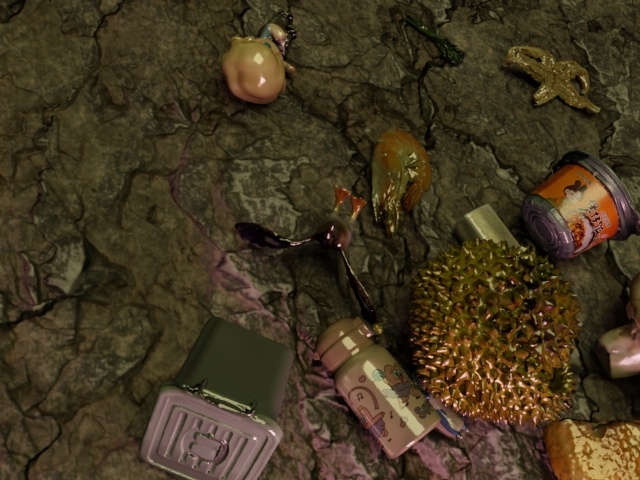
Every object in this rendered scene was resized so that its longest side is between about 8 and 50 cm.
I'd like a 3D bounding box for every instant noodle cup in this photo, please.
[{"bbox_3d":[0.422,-0.048,1.444,0.125,0.208,0.177,-31,116,-12],"label":"instant noodle cup"}]

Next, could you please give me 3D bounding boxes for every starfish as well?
[{"bbox_3d":[0.452,-0.312,1.640,0.209,0.053,0.150,41,66,5],"label":"starfish"}]

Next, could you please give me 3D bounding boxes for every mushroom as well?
[{"bbox_3d":[0.557,0.162,1.358,0.254,0.234,0.260,67,22,3],"label":"mushroom"}]

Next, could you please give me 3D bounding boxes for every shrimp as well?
[{"bbox_3d":[0.137,-0.100,1.454,0.115,0.051,0.217,15,59,-10],"label":"shrimp"}]

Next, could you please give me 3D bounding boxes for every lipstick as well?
[{"bbox_3d":[0.318,0.061,1.403,0.079,0.077,0.253,-26,74,-26],"label":"lipstick"}]

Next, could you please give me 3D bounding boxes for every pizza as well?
[{"bbox_3d":[0.519,0.378,1.279,0.409,0.114,0.278,32,62,1],"label":"pizza"}]

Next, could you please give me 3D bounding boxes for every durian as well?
[{"bbox_3d":[0.261,0.138,1.255,0.258,0.258,0.293,-19,99,-23],"label":"durian"}]

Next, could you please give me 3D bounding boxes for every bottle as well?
[{"bbox_3d":[0.082,0.205,1.253,0.110,0.097,0.209,-40,78,6],"label":"bottle"}]

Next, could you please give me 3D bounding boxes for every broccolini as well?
[{"bbox_3d":[0.217,-0.382,1.632,0.140,0.030,0.035,38,97,11],"label":"broccolini"}]

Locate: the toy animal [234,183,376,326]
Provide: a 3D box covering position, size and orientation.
[{"bbox_3d":[0.007,-0.014,1.305,0.272,0.197,0.160,27,57,4],"label":"toy animal"}]

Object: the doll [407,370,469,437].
[{"bbox_3d":[0.178,0.249,1.301,0.125,0.027,0.037,47,54,10],"label":"doll"}]

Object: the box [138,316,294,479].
[{"bbox_3d":[-0.131,0.219,1.125,0.163,0.243,0.135,22,48,-2],"label":"box"}]

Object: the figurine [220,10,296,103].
[{"bbox_3d":[-0.091,-0.318,1.478,0.108,0.114,0.196,16,47,20],"label":"figurine"}]
